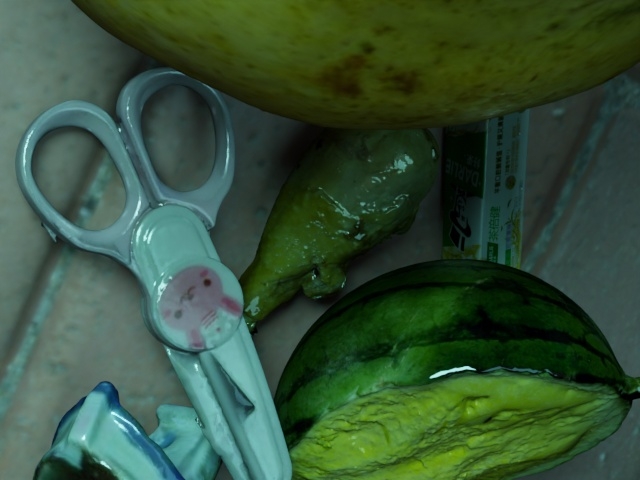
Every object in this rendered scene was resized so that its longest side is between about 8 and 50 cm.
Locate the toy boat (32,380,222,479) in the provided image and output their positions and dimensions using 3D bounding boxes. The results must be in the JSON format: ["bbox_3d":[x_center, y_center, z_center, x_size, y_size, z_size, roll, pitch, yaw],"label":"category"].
[{"bbox_3d":[-0.091,0.186,0.719,0.115,0.114,0.262,-38,129,-55],"label":"toy boat"}]

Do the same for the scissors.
[{"bbox_3d":[-0.069,0.030,0.674,0.118,0.030,0.242,-27,99,-23],"label":"scissors"}]

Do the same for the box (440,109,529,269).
[{"bbox_3d":[0.104,-0.077,0.779,0.041,0.050,0.207,-11,113,-29],"label":"box"}]

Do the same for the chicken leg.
[{"bbox_3d":[0.000,0.000,0.734,0.178,0.070,0.093,-49,132,0],"label":"chicken leg"}]

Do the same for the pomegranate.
[{"bbox_3d":[0.053,-0.246,0.465,0.417,0.417,0.416,-12,113,-30],"label":"pomegranate"}]

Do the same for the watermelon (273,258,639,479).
[{"bbox_3d":[0.076,0.080,0.750,0.232,0.127,0.204,-24,147,18],"label":"watermelon"}]
